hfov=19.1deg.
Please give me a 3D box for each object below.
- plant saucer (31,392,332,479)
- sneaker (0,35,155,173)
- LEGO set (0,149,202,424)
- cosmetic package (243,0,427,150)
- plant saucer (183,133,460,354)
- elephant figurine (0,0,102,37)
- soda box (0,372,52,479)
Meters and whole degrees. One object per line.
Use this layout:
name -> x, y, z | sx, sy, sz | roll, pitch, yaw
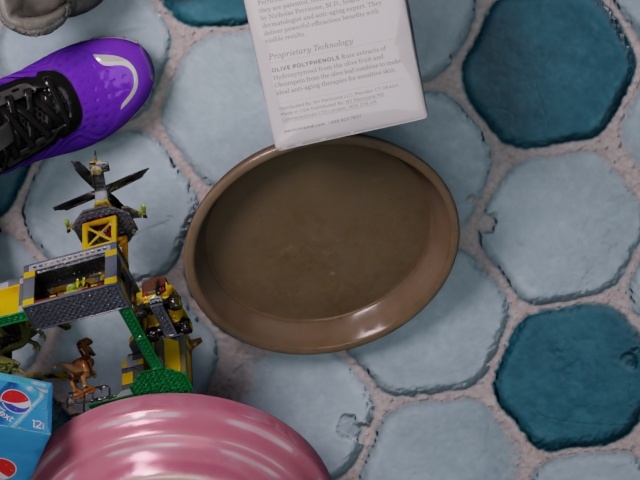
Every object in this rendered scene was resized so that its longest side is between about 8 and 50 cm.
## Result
plant saucer -> -0.147, 0.301, 1.931 | 0.332, 0.084, 0.332 | -1, 127, -1
sneaker -> -0.299, -0.108, 1.838 | 0.293, 0.146, 0.102 | -21, 103, 3
LEGO set -> -0.284, 0.056, 1.894 | 0.331, 0.192, 0.255 | -19, 135, 14
cosmetic package -> -0.007, -0.291, 1.784 | 0.155, 0.197, 0.365 | -12, 104, 2
plant saucer -> 0.000, 0.000, 1.894 | 0.278, 0.041, 0.278 | -6, 129, -7
elephant figurine -> -0.271, -0.269, 1.801 | 0.186, 0.169, 0.239 | -18, 121, 26
soda box -> -0.326, 0.222, 1.874 | 0.071, 0.067, 0.210 | 13, 134, -18
